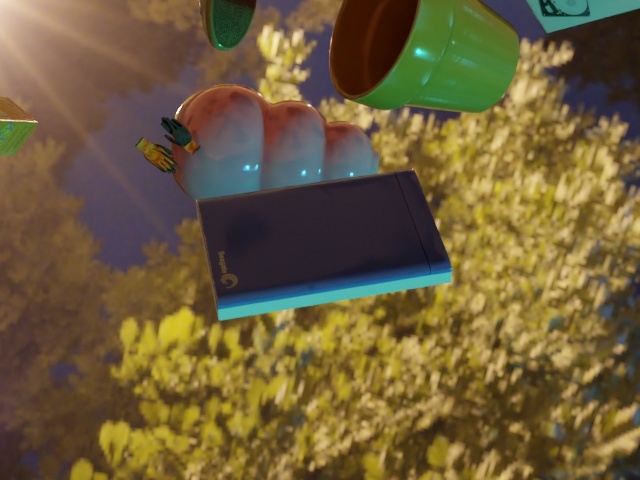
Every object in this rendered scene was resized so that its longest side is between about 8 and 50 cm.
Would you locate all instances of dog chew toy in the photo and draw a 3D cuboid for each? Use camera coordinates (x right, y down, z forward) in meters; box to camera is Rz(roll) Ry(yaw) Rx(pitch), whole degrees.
[{"bbox_3d":[-0.071,-0.140,2.076,0.331,0.207,0.207,8,-154,2],"label":"dog chew toy"}]

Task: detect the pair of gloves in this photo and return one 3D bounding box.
[{"bbox_3d":[-0.232,-0.145,1.958,0.074,0.010,0.083,43,-116,-2],"label":"pair of gloves"}]

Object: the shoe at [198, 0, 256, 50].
[{"bbox_3d":[-0.131,-0.365,1.776,0.076,0.219,0.058,11,169,-35],"label":"shoe"}]

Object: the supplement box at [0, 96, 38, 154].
[{"bbox_3d":[-0.536,-0.185,2.070,0.080,0.078,0.233,39,-173,3],"label":"supplement box"}]

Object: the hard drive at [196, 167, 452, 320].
[{"bbox_3d":[0.000,0.000,1.778,0.318,0.040,0.210,-9,-135,-8],"label":"hard drive"}]

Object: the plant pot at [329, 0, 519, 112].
[{"bbox_3d":[0.143,-0.250,1.647,0.187,0.205,0.205,17,-158,-29],"label":"plant pot"}]

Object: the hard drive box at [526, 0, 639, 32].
[{"bbox_3d":[0.429,-0.449,2.046,0.232,0.181,0.089,-11,-137,40],"label":"hard drive box"}]
